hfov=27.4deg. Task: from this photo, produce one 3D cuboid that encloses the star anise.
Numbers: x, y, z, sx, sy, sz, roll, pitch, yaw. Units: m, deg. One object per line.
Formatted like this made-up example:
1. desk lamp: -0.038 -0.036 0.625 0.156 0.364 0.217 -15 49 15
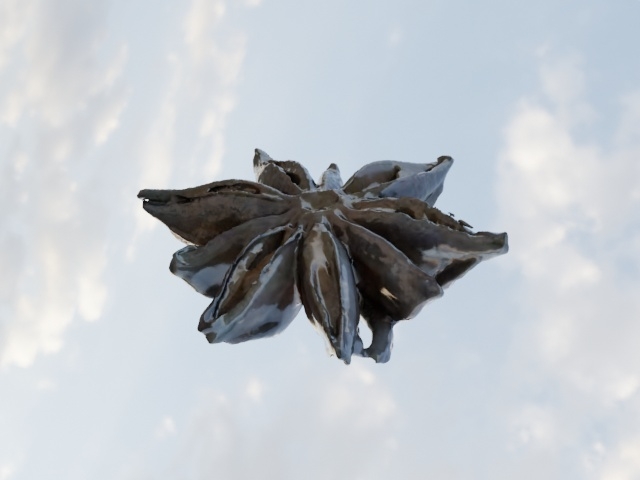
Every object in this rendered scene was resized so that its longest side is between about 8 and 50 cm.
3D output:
1. star anise: 0.000 0.000 0.711 0.182 0.195 0.065 36 -36 40
